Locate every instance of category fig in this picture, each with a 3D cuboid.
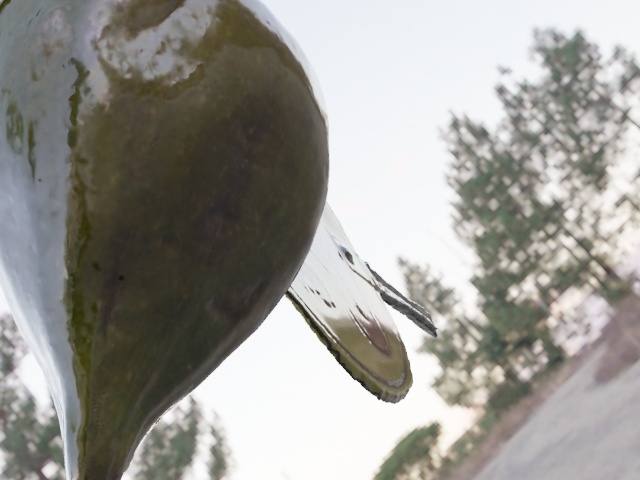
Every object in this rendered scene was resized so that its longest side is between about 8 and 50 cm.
[{"bbox_3d":[-0.078,-0.008,0.447,0.185,0.126,0.133,-59,-31,-15],"label":"fig"}]

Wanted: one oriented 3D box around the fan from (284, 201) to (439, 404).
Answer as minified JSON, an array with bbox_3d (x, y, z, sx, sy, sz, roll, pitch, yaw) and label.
[{"bbox_3d":[-0.001,0.001,0.707,0.011,0.230,0.335,-35,-33,12],"label":"fan"}]
